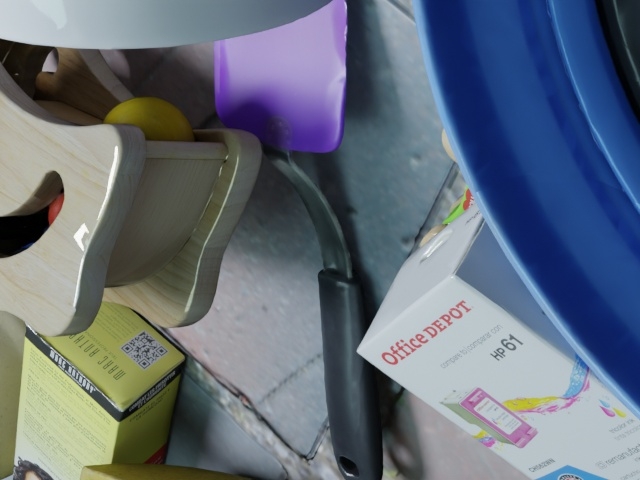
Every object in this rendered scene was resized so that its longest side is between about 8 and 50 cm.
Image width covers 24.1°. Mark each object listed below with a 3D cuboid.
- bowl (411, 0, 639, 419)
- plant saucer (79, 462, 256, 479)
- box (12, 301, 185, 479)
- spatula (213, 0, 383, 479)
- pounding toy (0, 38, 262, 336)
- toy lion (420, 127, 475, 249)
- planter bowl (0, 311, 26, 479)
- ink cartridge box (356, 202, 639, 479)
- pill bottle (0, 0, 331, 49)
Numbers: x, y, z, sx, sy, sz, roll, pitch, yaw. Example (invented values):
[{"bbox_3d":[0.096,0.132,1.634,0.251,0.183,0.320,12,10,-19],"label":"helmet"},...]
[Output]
[{"bbox_3d":[0.198,-0.057,0.405,0.391,0.077,0.391,29,137,30],"label":"bowl"},{"bbox_3d":[0.040,0.271,0.843,0.333,0.081,0.332,9,126,43],"label":"plant saucer"},{"bbox_3d":[-0.146,0.132,0.950,0.087,0.058,0.232,38,140,20],"label":"box"},{"bbox_3d":[0.000,0.000,0.705,0.084,0.030,0.296,17,130,41],"label":"spatula"},{"bbox_3d":[-0.118,-0.051,0.751,0.269,0.155,0.154,16,103,46],"label":"pounding toy"},{"bbox_3d":[0.092,-0.003,0.605,0.096,0.034,0.100,27,139,20],"label":"toy lion"},{"bbox_3d":[-0.266,0.107,1.018,0.162,0.109,0.162,29,137,30],"label":"planter bowl"},{"bbox_3d":[0.088,0.047,0.593,0.122,0.052,0.088,37,146,-5],"label":"ink cartridge box"},{"bbox_3d":[-0.059,-0.233,0.414,0.188,0.188,0.334,22,126,35],"label":"pill bottle"}]
